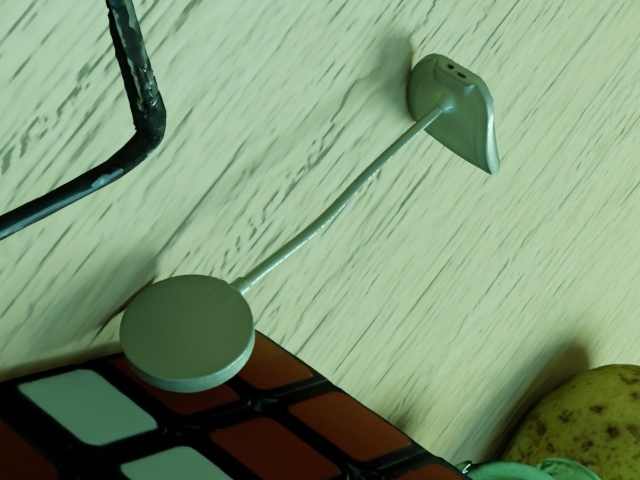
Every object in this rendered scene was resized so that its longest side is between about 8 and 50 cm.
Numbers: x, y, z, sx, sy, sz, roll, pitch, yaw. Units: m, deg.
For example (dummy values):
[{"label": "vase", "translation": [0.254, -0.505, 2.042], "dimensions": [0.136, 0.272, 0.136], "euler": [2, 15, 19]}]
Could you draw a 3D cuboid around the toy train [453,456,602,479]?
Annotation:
[{"label": "toy train", "translation": [0.055, 0.264, 0.889], "dimensions": [0.369, 0.237, 0.150], "euler": [-40, 175, -30]}]

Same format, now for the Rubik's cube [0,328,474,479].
[{"label": "Rubik's cube", "translation": [-0.043, 0.146, 0.704], "dimensions": [0.160, 0.163, 0.162], "euler": [-11, 131, -56]}]

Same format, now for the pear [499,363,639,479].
[{"label": "pear", "translation": [0.193, 0.162, 1.119], "dimensions": [0.178, 0.178, 0.178], "euler": [-40, 149, -30]}]

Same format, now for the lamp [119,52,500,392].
[{"label": "lamp", "translation": [0.000, 0.000, 0.739], "dimensions": [0.198, 0.050, 0.056], "euler": [-41, 150, -29]}]

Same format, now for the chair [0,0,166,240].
[{"label": "chair", "translation": [-0.161, -0.023, 0.347], "dimensions": [0.221, 0.140, 0.145], "euler": [-41, 161, -15]}]
